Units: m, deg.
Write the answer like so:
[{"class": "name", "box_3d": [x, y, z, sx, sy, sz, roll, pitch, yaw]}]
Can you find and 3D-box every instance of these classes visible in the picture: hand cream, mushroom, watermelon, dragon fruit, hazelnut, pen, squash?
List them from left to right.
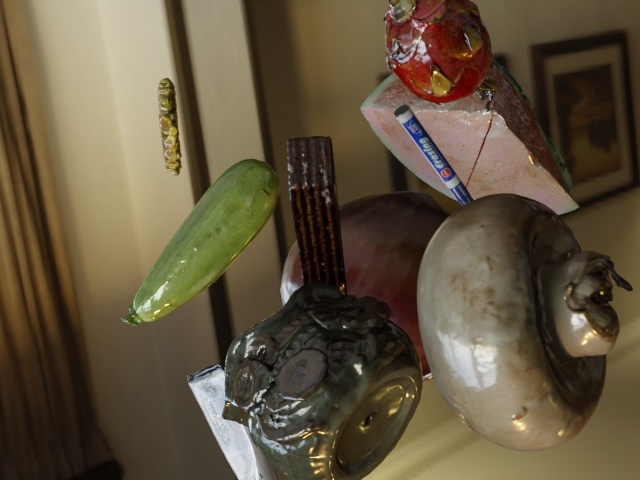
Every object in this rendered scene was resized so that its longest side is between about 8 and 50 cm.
[{"class": "squash", "box_3d": [-0.203, 0.015, 1.968, 0.370, 0.118, 0.118, -51, -167, 2]}, {"class": "hand cream", "box_3d": [-0.178, 0.421, 2.433, 0.121, 0.336, 0.076, -22, -172, 39]}, {"class": "hazelnut", "box_3d": [0.118, 0.091, 2.303, 0.402, 0.402, 0.429, -17, -155, -39]}, {"class": "pen", "box_3d": [0.172, -0.112, 1.638, 0.025, 0.204, 0.025, -32, -157, 16]}, {"class": "dragon fruit", "box_3d": [0.156, -0.216, 1.348, 0.125, 0.125, 0.246, 15, 173, 30]}, {"class": "watermelon", "box_3d": [0.293, -0.211, 1.987, 0.319, 0.292, 0.222, -2, -130, 48]}, {"class": "mushroom", "box_3d": [0.300, 0.105, 1.563, 0.295, 0.362, 0.362, -16, -175, 30]}]

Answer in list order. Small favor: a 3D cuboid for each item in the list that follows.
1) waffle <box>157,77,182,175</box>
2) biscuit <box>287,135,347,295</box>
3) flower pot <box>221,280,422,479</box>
[{"class": "waffle", "box_3d": [-0.291, -0.223, 2.183, 0.038, 0.191, 0.191, -6, -170, -6]}, {"class": "biscuit", "box_3d": [0.000, 0.000, 1.814, 0.073, 0.388, 0.107, -4, -130, 2]}, {"class": "flower pot", "box_3d": [0.003, 0.210, 1.682, 0.213, 0.301, 0.302, 33, -145, 34]}]
